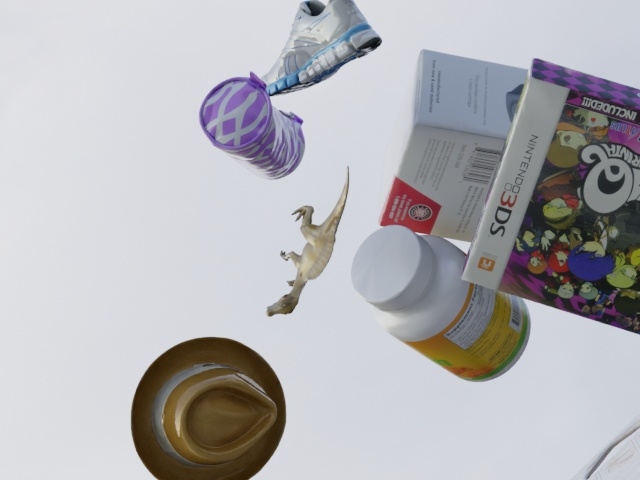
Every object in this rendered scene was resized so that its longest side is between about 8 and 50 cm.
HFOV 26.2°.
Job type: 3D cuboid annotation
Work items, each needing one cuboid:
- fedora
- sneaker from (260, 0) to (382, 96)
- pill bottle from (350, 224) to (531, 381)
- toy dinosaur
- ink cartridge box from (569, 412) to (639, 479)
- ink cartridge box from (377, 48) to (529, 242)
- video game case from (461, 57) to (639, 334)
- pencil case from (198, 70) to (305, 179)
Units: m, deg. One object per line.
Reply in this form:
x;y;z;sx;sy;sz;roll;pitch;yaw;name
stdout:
-0.115;0.199;1.558;0.194;0.194;0.079;-6;0;-28;fedora
-0.010;-0.217;1.505;0.071;0.083;0.190;-22;-2;-41;sneaker
0.147;0.075;1.712;0.136;0.136;0.245;-38;-42;17;pill bottle
0.000;0.000;1.439;0.053;0.092;0.183;23;-76;-20;toy dinosaur
0.334;0.259;1.433;0.296;0.066;0.261;-46;-3;8;ink cartridge box
0.242;-0.098;1.709;0.306;0.131;0.226;9;-34;-6;ink cartridge box
0.253;-0.022;1.127;0.232;0.042;0.210;18;-53;4;video game case
-0.070;-0.123;1.529;0.088;0.086;0.206;-45;-11;4;pencil case
